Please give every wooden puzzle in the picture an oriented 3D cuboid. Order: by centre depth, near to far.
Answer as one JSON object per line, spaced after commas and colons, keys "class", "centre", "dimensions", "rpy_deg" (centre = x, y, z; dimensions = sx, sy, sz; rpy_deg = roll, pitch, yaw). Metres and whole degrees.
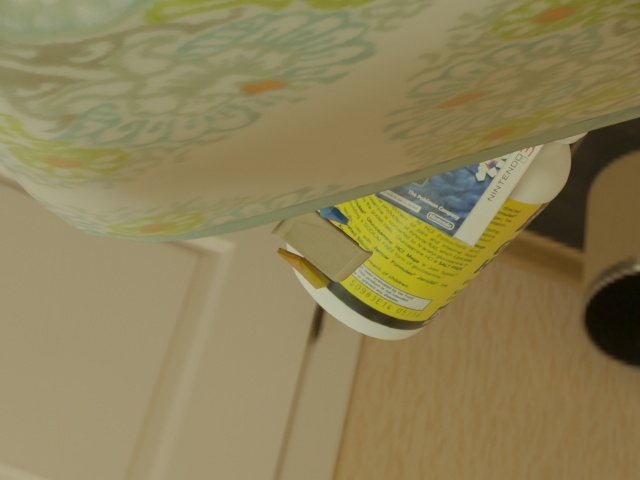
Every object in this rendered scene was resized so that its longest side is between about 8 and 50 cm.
{"class": "wooden puzzle", "centre": [0.000, 0.000, 1.076], "dimensions": [0.078, 0.014, 0.116], "rpy_deg": [38, 152, -11]}

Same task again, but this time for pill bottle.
{"class": "pill bottle", "centre": [0.127, -0.066, 1.394], "dimensions": [0.188, 0.188, 0.334], "rpy_deg": [30, 126, -16]}

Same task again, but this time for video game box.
{"class": "video game box", "centre": [0.098, -0.117, 1.200], "dimensions": [0.205, 0.048, 0.187], "rpy_deg": [26, 106, -19]}

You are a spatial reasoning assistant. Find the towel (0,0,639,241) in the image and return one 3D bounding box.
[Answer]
{"class": "towel", "centre": [0.046, -0.101, 0.521], "dimensions": [0.374, 0.090, 0.320], "rpy_deg": [-16, 168, -2]}
